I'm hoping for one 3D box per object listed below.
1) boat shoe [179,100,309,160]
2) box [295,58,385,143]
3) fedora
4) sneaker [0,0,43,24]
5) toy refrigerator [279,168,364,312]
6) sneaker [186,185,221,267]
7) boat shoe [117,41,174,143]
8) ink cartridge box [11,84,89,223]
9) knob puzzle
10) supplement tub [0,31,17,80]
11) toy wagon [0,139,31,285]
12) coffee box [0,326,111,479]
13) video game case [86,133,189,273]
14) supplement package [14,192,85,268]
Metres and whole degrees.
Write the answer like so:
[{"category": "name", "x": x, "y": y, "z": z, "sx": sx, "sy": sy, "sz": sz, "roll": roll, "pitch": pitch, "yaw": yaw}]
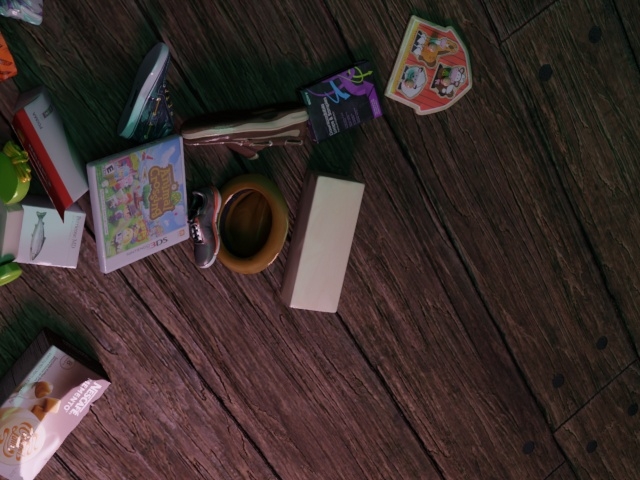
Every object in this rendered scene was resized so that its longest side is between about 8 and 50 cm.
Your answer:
[{"category": "boat shoe", "x": -0.136, "y": -0.194, "z": 1.648, "sx": 0.257, "sy": 0.095, "sz": 0.095, "roll": -12, "pitch": 115, "yaw": -22}, {"category": "box", "x": 0.041, "y": -0.276, "z": 1.742, "sx": 0.162, "sy": 0.029, "sz": 0.116, "roll": -26, "pitch": 114, "yaw": -15}, {"category": "fedora", "x": -0.126, "y": -0.032, "z": 1.684, "sx": 0.079, "sy": 0.194, "sz": 0.194, "roll": -5, "pitch": 111, "yaw": -62}, {"category": "sneaker", "x": -0.505, "y": -0.401, "z": 1.446, "sx": 0.098, "sy": 0.038, "sz": 0.069, "roll": 9, "pitch": 99, "yaw": -37}, {"category": "toy refrigerator", "x": 0.000, "y": 0.000, "z": 1.769, "sx": 0.102, "sy": 0.094, "sz": 0.270, "roll": 8, "pitch": 100, "yaw": -20}, {"category": "sneaker", "x": -0.231, "y": -0.026, "z": 1.659, "sx": 0.065, "sy": 0.061, "sz": 0.158, "roll": -1, "pitch": 95, "yaw": -53}, {"category": "boat shoe", "x": -0.294, "y": -0.258, "z": 1.575, "sx": 0.083, "sy": 0.065, "sz": 0.183, "roll": 20, "pitch": 100, "yaw": -35}, {"category": "ink cartridge box", "x": -0.439, "y": -0.148, "z": 1.441, "sx": 0.056, "sy": 0.225, "sz": 0.181, "roll": -25, "pitch": 115, "yaw": -7}, {"category": "knob puzzle", "x": 0.242, "y": -0.351, "z": 1.815, "sx": 0.213, "sy": 0.030, "sz": 0.213, "roll": -7, "pitch": 107, "yaw": -24}, {"category": "supplement tub", "x": -0.651, "y": -0.261, "z": 1.318, "sx": 0.338, "sy": 0.207, "sz": 0.207, "roll": -28, "pitch": 115, "yaw": -16}, {"category": "toy wagon", "x": -0.565, "y": -0.045, "z": 1.384, "sx": 0.344, "sy": 0.068, "sz": 0.267, "roll": -30, "pitch": 87, "yaw": 22}, {"category": "coffee box", "x": -0.521, "y": 0.304, "z": 1.603, "sx": 0.141, "sy": 0.098, "sz": 0.246, "roll": 42, "pitch": 85, "yaw": -29}, {"category": "video game case", "x": -0.322, "y": -0.067, "z": 1.574, "sx": 0.193, "sy": 0.023, "sz": 0.212, "roll": -26, "pitch": 128, "yaw": -40}, {"category": "supplement package", "x": -0.510, "y": -0.023, "z": 1.511, "sx": 0.179, "sy": 0.105, "sz": 0.105, "roll": 7, "pitch": 101, "yaw": -27}]
